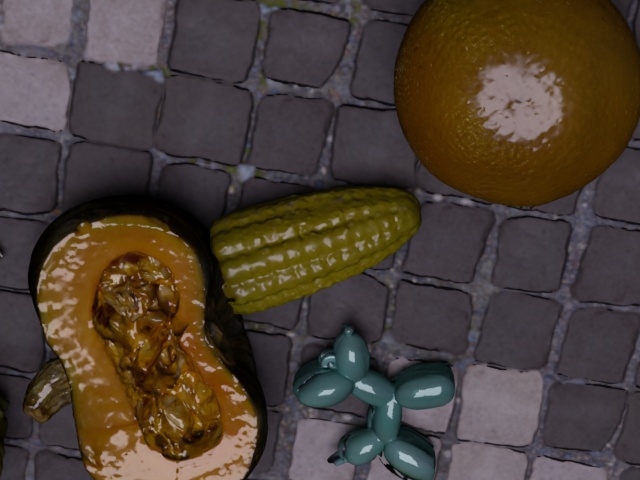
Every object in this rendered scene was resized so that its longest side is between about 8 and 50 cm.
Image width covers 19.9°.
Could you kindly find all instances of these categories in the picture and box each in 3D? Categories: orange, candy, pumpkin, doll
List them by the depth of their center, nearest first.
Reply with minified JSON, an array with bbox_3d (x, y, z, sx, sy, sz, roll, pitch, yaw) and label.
[{"bbox_3d":[0.171,-0.136,1.588,0.236,0.236,0.236,1,112,2],"label":"orange"},{"bbox_3d":[0.000,0.000,1.719,0.198,0.106,0.094,-16,128,2],"label":"candy"},{"bbox_3d":[-0.183,0.108,1.748,0.221,0.139,0.317,-16,112,6],"label":"pumpkin"},{"bbox_3d":[0.051,0.157,1.801,0.158,0.059,0.159,5,113,0],"label":"doll"}]

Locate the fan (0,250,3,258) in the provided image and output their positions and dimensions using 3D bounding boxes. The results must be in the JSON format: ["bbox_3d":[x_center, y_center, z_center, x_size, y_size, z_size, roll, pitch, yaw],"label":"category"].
[{"bbox_3d":[-0.402,-0.115,1.734,0.229,0.011,0.335,-28,107,12],"label":"fan"}]

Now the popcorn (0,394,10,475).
[{"bbox_3d":[-0.386,0.181,1.781,0.142,0.173,0.173,-33,107,5],"label":"popcorn"}]
